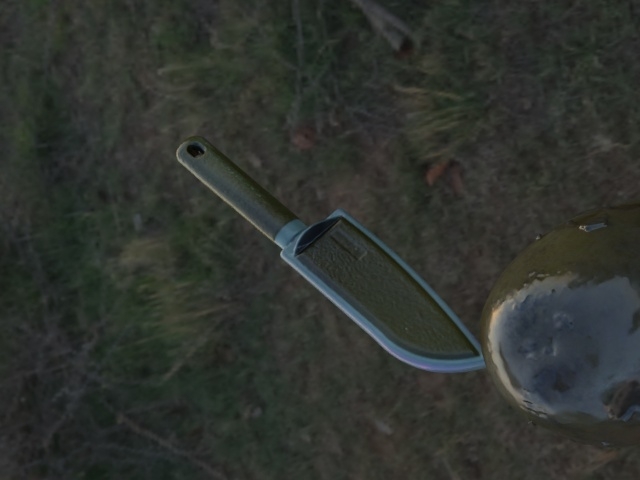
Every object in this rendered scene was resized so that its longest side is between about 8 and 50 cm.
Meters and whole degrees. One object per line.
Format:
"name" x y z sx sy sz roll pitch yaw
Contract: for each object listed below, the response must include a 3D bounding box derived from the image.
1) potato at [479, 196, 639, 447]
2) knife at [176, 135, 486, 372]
"potato" 0.221 0.045 0.697 0.165 0.262 0.165 180 90 -74
"knife" 0.001 -0.001 0.855 0.343 0.061 0.027 41 165 35
